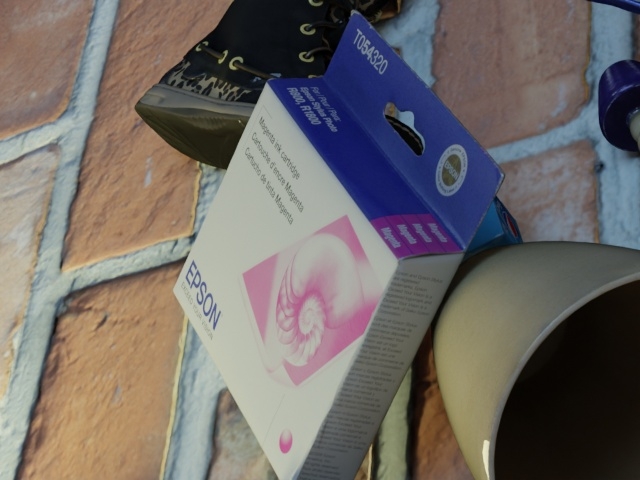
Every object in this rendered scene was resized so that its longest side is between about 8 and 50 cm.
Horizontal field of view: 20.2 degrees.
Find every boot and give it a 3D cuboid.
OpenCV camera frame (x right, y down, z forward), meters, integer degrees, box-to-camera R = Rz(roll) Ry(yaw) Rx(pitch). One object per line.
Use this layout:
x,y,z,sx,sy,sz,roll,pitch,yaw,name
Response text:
0.003,-0.196,1.860,0.377,0.138,0.284,12,64,48,boot

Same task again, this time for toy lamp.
0.300,-0.069,1.557,0.080,0.080,0.275,-31,36,11,toy lamp

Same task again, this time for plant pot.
0.194,0.102,1.412,0.256,0.256,0.274,-44,26,-2,plant pot

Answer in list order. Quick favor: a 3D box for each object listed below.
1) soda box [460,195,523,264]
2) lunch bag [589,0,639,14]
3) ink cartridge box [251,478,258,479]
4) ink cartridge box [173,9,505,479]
0.083,0.034,1.655,0.210,0.067,0.071,-28,44,15,soda box
0.407,-0.358,1.566,0.328,0.239,0.385,15,78,19,lunch bag
0.029,0.330,1.410,0.289,0.121,0.211,11,64,41,ink cartridge box
0.000,0.000,1.575,0.330,0.071,0.324,-66,32,22,ink cartridge box
